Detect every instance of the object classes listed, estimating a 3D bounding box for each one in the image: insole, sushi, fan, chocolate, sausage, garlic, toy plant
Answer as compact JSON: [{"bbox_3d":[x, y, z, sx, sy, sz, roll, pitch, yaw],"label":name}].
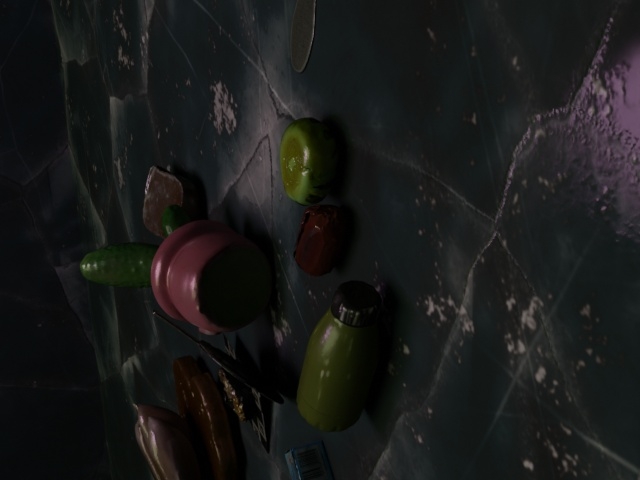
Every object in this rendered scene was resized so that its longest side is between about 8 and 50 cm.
[{"bbox_3d":[-0.024,-0.370,1.341,0.080,0.003,0.232,52,143,45],"label":"insole"},{"bbox_3d":[-0.186,0.340,1.866,0.215,0.050,0.192,49,150,48],"label":"sushi"},{"bbox_3d":[-0.184,0.235,1.694,0.294,0.012,0.223,35,177,14],"label":"fan"},{"bbox_3d":[-0.344,-0.084,2.035,0.254,0.080,0.157,25,107,58],"label":"chocolate"},{"bbox_3d":[0.000,0.000,1.355,0.076,0.076,0.141,59,148,37],"label":"sausage"},{"bbox_3d":[-0.367,0.549,2.122,0.325,0.132,0.279,70,155,12],"label":"garlic"},{"bbox_3d":[-0.273,0.057,1.715,0.356,0.316,0.211,27,117,50],"label":"toy plant"}]

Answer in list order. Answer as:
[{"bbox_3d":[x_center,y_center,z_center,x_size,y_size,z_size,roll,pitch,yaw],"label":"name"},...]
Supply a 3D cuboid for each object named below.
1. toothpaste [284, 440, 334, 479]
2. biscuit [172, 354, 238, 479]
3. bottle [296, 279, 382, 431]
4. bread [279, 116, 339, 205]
[{"bbox_3d":[0.006,0.499,1.542,0.050,0.065,0.267,-47,57,59],"label":"toothpaste"},{"bbox_3d":[-0.287,0.468,2.136,0.359,0.074,0.381,-48,55,60],"label":"biscuit"},{"bbox_3d":[0.034,0.174,1.304,0.112,0.112,0.260,56,146,40],"label":"bottle"},{"bbox_3d":[-0.017,-0.124,1.341,0.130,0.071,0.139,24,119,57],"label":"bread"}]
